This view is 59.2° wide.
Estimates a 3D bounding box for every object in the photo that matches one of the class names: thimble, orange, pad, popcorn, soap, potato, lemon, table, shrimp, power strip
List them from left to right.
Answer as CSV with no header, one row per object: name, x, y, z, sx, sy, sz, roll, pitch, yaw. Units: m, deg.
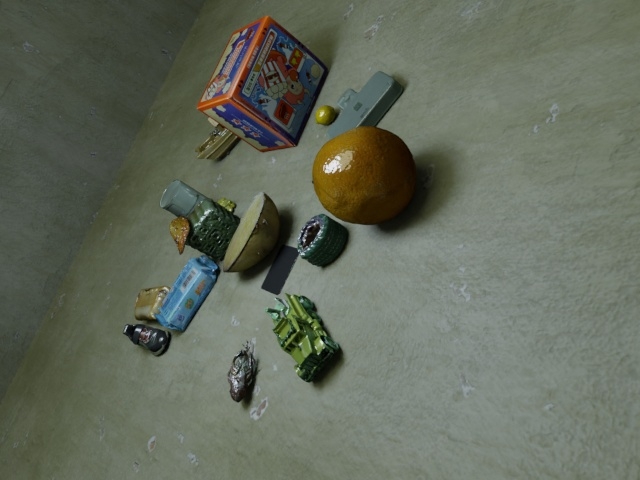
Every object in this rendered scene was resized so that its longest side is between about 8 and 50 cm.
soap,-0.478,0.187,2.028,0.293,0.077,0.156,-57,34,0
table,-0.486,-0.126,2.153,0.126,0.220,0.126,-31,41,32
popcorn,-0.363,-0.123,2.145,0.083,0.068,0.059,62,148,12
shrimp,-0.221,0.363,1.588,0.073,0.075,0.190,112,174,-50
potato,-0.208,-0.015,1.823,0.299,0.116,0.239,-55,26,24
pad,-0.123,0.088,1.734,0.112,0.003,0.157,14,75,54
thimble,0.001,-0.002,1.576,0.135,0.090,0.118,-49,33,17
lemon,0.014,-0.423,1.906,0.083,0.062,0.062,-38,39,26
power strip,0.122,-0.413,1.768,0.265,0.059,0.193,-50,40,11
orange,0.106,-0.161,1.416,0.264,0.264,0.264,-31,43,34

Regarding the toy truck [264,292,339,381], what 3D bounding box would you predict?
toy truck,-0.069,0.237,1.440,0.128,0.135,0.259,-51,38,10

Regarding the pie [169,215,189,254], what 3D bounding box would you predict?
pie,-0.485,-0.038,1.940,0.088,0.033,0.191,-49,41,11

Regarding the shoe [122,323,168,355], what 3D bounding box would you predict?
shoe,-0.647,0.355,2.076,0.228,0.112,0.099,-3,61,52

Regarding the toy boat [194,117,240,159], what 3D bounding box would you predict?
toy boat,-0.371,-0.510,2.361,0.445,0.162,0.135,-47,39,16

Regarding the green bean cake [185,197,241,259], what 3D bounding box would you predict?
green bean cake,-0.383,-0.035,1.992,0.173,0.181,0.094,-49,37,9

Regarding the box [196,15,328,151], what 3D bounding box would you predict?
box,-0.203,-0.555,2.050,0.257,0.319,0.348,4,67,50

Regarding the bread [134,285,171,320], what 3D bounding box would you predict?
bread,-0.646,0.248,2.185,0.225,0.081,0.134,-8,63,46
